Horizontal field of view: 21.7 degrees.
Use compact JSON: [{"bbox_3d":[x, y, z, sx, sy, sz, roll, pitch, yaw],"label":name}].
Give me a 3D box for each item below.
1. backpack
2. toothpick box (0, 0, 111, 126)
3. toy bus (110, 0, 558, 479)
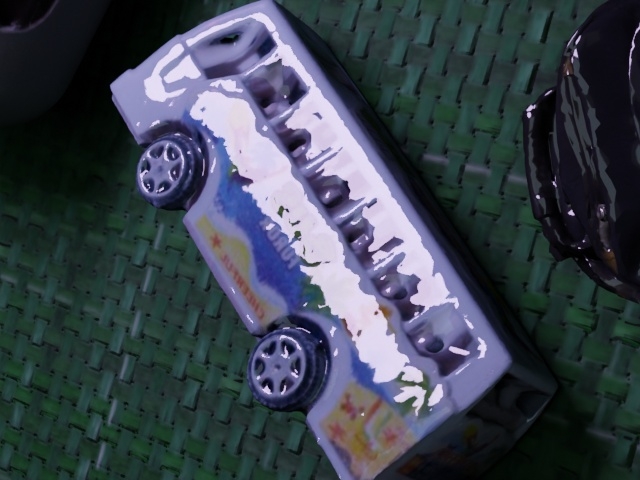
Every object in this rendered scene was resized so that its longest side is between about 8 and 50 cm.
[{"bbox_3d":[0.223,-0.056,0.785,0.258,0.133,0.206,-13,77,8],"label":"backpack"},{"bbox_3d":[-0.231,-0.219,1.150,0.229,0.229,0.316,38,108,36],"label":"toothpick box"},{"bbox_3d":[0.000,0.000,0.989,0.136,0.109,0.329,-41,60,15],"label":"toy bus"}]
